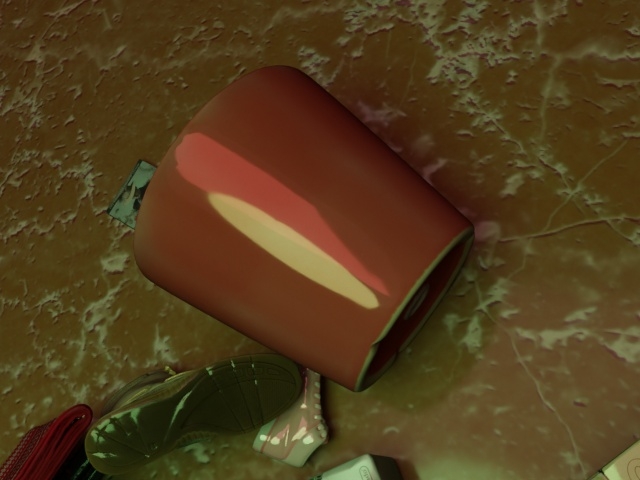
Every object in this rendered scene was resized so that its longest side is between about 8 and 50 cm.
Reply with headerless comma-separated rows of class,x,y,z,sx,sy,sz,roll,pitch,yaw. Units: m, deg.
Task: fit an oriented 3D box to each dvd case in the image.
dvd case,-0.216,-0.048,0.922,0.119,0.013,0.087,28,83,27

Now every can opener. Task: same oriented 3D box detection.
can opener,-0.275,0.268,0.805,0.073,0.059,0.186,34,86,27

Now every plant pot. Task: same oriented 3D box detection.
plant pot,0.000,0.000,0.701,0.243,0.275,0.275,35,86,18

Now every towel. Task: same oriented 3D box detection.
towel,-0.326,0.262,0.714,0.275,0.031,0.199,-31,24,54

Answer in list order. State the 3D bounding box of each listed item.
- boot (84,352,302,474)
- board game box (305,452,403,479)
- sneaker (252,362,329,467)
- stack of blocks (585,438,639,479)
boot,-0.134,0.166,0.745,0.213,0.165,0.077,-19,92,-13
board game box,-0.034,0.366,0.662,0.303,0.097,0.224,-28,64,10
sneaker,-0.011,0.176,0.749,0.070,0.051,0.134,25,75,12
stack of blocks,0.334,0.155,0.559,0.297,0.171,0.087,-40,63,4
